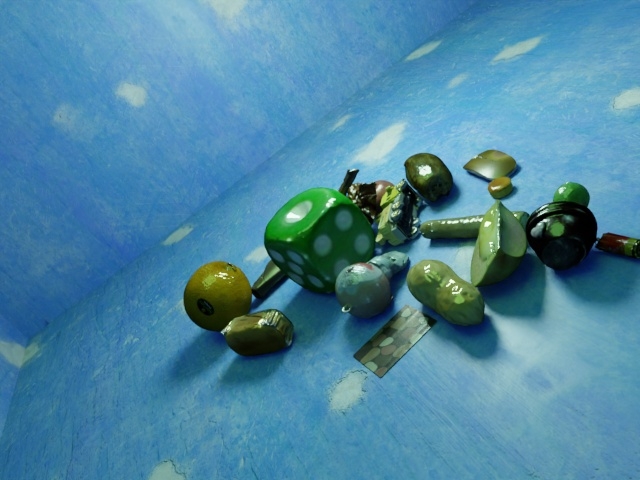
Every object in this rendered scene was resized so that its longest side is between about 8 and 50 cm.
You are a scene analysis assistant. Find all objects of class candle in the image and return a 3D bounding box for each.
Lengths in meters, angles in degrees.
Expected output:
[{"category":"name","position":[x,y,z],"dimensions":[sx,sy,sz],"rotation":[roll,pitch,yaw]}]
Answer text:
[{"category":"candle","position":[0.750,0.010,1.392],"dimensions":[0.052,0.052,0.131],"rotation":[-42,26,-14]}]

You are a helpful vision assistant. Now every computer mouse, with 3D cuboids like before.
[{"category":"computer mouse","position":[0.617,-0.280,2.032],"dimensions":[0.126,0.056,0.245],"rotation":[-35,25,-1]}]

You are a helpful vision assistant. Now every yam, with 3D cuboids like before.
[{"category":"yam","position":[0.486,-0.046,1.766],"dimensions":[0.372,0.083,0.083],"rotation":[-4,40,49]}]

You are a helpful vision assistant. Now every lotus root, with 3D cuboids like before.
[{"category":"lotus root","position":[0.411,-0.254,2.113],"dimensions":[0.152,0.160,0.275],"rotation":[-42,25,9]}]

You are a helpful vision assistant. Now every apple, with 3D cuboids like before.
[{"category":"apple","position":[0.240,-0.174,2.221],"dimensions":[0.154,0.120,0.153],"rotation":[-28,29,17]},{"category":"apple","position":[0.500,0.033,1.568],"dimensions":[0.264,0.120,0.193],"rotation":[-68,0,-51]}]

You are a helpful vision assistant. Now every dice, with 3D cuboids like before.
[{"category":"dice","position":[0.000,0.000,1.997],"dimensions":[0.297,0.300,0.287],"rotation":[-49,29,-22]}]

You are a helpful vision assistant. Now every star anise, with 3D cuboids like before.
[{"category":"star anise","position":[0.142,-0.158,2.071],"dimensions":[0.148,0.346,0.237],"rotation":[-7,63,5]}]

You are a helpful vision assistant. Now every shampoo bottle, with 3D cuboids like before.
[{"category":"shampoo bottle","position":[-0.157,0.096,2.279],"dimensions":[0.350,0.084,0.126],"rotation":[-48,31,-23]}]

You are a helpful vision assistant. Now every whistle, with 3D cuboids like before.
[{"category":"whistle","position":[0.169,0.117,1.782],"dimensions":[0.189,0.189,0.348],"rotation":[-5,28,46]}]

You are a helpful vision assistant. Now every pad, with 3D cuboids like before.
[{"category":"pad","position":[0.215,0.287,1.608],"dimensions":[0.235,0.003,0.158],"rotation":[-41,27,-13]}]

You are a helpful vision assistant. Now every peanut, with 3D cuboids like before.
[{"category":"peanut","position":[0.339,0.139,1.547],"dimensions":[0.148,0.147,0.319],"rotation":[-37,27,-4]}]

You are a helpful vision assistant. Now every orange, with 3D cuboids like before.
[{"category":"orange","position":[-0.395,0.216,2.141],"dimensions":[0.274,0.274,0.274],"rotation":[-27,27,15]}]

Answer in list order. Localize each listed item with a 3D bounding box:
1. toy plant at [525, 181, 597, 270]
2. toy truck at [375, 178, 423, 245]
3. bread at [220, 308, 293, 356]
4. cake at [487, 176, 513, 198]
[{"category":"toy plant","position":[0.634,-0.037,1.469],"dimensions":[0.218,0.176,0.235],"rotation":[114,179,-45]},{"category":"toy truck","position":[0.280,-0.094,2.045],"dimensions":[0.157,0.124,0.272],"rotation":[-30,28,35]},{"category":"bread","position":[-0.217,0.324,1.905],"dimensions":[0.241,0.136,0.107],"rotation":[-18,33,33]},{"category":"cake","position":[0.613,-0.181,1.883],"dimensions":[0.084,0.044,0.084],"rotation":[-26,29,15]}]
